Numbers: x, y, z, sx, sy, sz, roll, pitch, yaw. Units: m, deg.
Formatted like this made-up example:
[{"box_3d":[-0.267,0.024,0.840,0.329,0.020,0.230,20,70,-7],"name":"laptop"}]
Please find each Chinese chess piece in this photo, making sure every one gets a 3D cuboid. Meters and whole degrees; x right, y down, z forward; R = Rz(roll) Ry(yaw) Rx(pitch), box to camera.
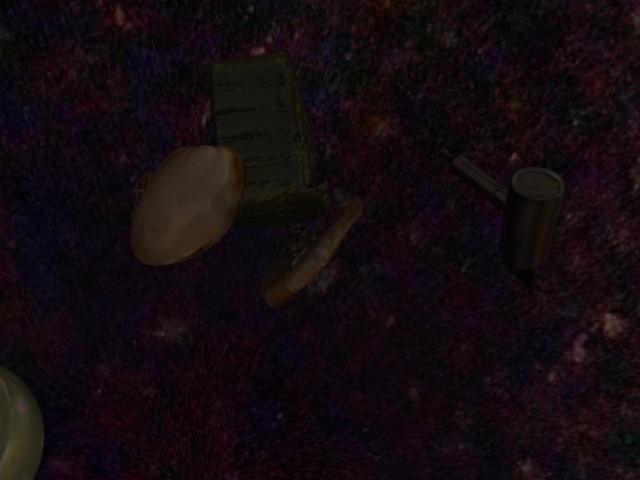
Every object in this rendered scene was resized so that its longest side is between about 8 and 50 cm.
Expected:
[{"box_3d":[-0.498,0.279,1.007,0.250,0.101,0.250,-5,57,7],"name":"Chinese chess piece"}]

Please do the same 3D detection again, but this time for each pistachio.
[{"box_3d":[-0.193,-0.052,1.112,0.144,0.144,0.215,38,108,5],"name":"pistachio"}]

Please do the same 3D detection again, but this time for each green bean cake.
[{"box_3d":[-0.102,-0.200,1.555,0.218,0.335,0.319,-8,83,-2],"name":"green bean cake"}]

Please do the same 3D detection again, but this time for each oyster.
[{"box_3d":[-0.262,-0.062,1.211,0.103,0.148,0.051,11,47,3],"name":"oyster"}]

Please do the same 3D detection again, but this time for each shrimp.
[{"box_3d":[-0.006,-0.006,1.052,0.178,0.289,0.075,-42,92,16],"name":"shrimp"}]

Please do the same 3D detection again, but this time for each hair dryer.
[{"box_3d":[0.269,-0.062,1.194,0.078,0.195,0.248,-23,48,-21],"name":"hair dryer"}]
